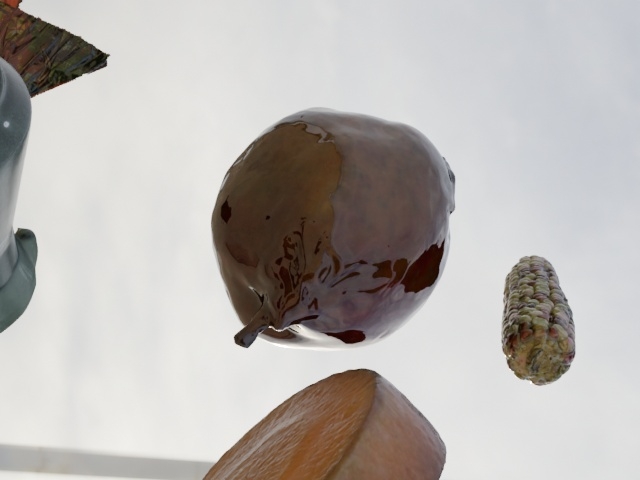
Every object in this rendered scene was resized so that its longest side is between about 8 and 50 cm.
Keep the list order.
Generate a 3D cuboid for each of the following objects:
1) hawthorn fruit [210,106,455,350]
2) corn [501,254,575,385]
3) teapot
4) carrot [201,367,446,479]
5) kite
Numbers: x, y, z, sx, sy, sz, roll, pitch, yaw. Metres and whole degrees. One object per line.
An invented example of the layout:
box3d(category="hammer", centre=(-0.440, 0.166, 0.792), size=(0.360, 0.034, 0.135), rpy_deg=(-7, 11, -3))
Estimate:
box3d(category="hawthorn fruit", centre=(0.009, -0.014, 1.569), size=(0.325, 0.308, 0.308), rpy_deg=(-2, 104, -74))
box3d(category="corn", centre=(0.270, 0.090, 1.651), size=(0.280, 0.092, 0.092), rpy_deg=(-78, -171, -67))
box3d(category="teapot", centre=(-0.308, -0.026, 0.995), size=(0.171, 0.203, 0.225), rpy_deg=(35, -35, 26))
box3d(category="carrot", centre=(-0.034, 0.240, 1.150), size=(0.307, 0.100, 0.258), rpy_deg=(-39, -170, 16))
box3d(category="kite", centre=(-0.289, -0.183, 1.144), size=(0.189, 0.232, 0.009), rpy_deg=(-64, 164, -6))
